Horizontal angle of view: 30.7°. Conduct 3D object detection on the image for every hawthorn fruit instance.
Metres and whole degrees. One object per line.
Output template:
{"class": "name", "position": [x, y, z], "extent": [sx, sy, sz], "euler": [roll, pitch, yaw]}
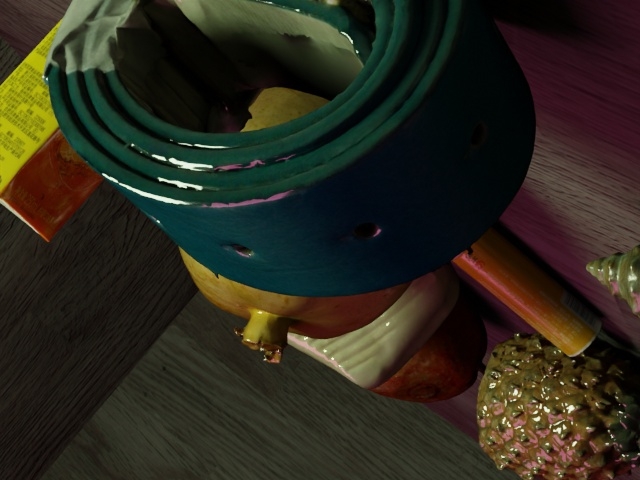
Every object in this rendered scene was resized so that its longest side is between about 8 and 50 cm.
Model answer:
{"class": "hawthorn fruit", "position": [0.151, 0.153, 1.797], "extent": [0.261, 0.224, 0.224], "euler": [25, 168, 7]}

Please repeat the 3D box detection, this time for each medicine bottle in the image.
{"class": "medicine bottle", "position": [0.238, 0.051, 1.401], "extent": [0.218, 0.074, 0.074], "euler": [39, 170, -8]}

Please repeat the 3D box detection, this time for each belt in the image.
{"class": "belt", "position": [-0.040, -0.130, 0.927], "extent": [0.436, 0.300, 0.173], "euler": [29, 166, 47]}

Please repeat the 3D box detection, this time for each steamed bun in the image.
{"class": "steamed bun", "position": [0.004, 0.002, 1.583], "extent": [0.383, 0.247, 0.236], "euler": [39, -170, 5]}

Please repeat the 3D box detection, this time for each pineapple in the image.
{"class": "pineapple", "position": [0.360, 0.221, 1.446], "extent": [0.362, 0.202, 0.202], "euler": [3, 145, 51]}

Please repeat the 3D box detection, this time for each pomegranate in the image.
{"class": "pomegranate", "position": [-0.021, -0.022, 1.295], "extent": [0.319, 0.319, 0.319], "euler": [38, 170, 8]}

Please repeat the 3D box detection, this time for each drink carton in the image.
{"class": "drink carton", "position": [-0.268, -0.182, 1.391], "extent": [0.111, 0.351, 0.154], "euler": [37, 170, 21]}

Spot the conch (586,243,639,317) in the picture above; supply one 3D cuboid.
{"class": "conch", "position": [0.337, 0.064, 0.990], "extent": [0.234, 0.114, 0.137], "euler": [31, -178, 16]}
